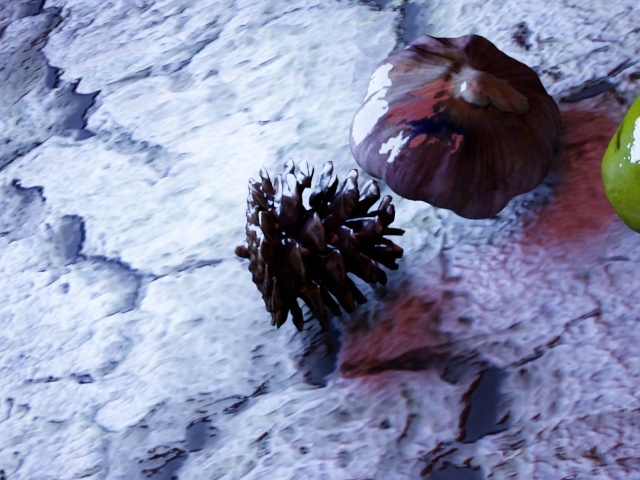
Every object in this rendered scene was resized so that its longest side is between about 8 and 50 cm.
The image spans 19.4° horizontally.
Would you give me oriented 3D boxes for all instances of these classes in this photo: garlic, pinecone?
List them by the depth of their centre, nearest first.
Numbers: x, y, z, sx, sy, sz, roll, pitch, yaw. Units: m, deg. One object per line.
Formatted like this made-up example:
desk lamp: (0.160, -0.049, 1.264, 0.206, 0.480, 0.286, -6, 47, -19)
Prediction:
garlic: (0.154, -0.141, 2.096, 0.244, 0.160, 0.245, 3, 54, -4)
pinecone: (0.000, 0.000, 2.097, 0.207, 0.208, 0.208, -17, 47, 20)

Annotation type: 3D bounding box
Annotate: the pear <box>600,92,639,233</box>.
pear: (0.414, -0.093, 1.900, 0.269, 0.212, 0.212, -26, 44, 23)
